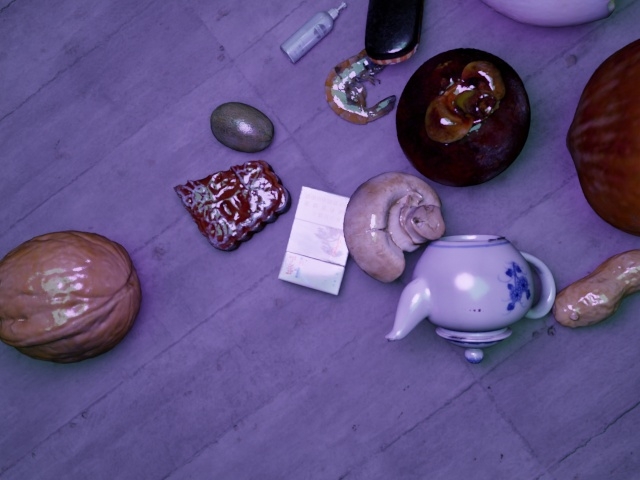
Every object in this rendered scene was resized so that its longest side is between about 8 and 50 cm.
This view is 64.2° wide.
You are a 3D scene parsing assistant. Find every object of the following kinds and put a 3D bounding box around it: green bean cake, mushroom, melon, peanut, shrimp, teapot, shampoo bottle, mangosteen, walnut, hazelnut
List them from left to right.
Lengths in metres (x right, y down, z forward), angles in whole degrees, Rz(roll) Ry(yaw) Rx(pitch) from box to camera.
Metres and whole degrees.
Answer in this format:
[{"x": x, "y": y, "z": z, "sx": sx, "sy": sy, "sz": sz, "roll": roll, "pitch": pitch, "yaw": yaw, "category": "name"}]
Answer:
[{"x": -0.580, "y": 0.130, "z": 1.161, "sx": 0.334, "sy": 0.333, "sz": 0.332, "roll": 0, "pitch": 86, "yaw": 5, "category": "walnut"}, {"x": -0.204, "y": -0.100, "z": 1.232, "sx": 0.233, "sy": 0.097, "sz": 0.198, "roll": -32, "pitch": 84, "yaw": 3, "category": "green bean cake"}, {"x": -0.194, "y": -0.275, "z": 1.234, "sx": 0.168, "sy": 0.114, "sz": 0.114, "roll": 20, "pitch": 88, "yaw": 7, "category": "melon"}, {"x": -0.012, "y": -0.523, "z": 1.262, "sx": 0.195, "sy": 0.056, "sz": 0.056, "roll": -42, "pitch": 84, "yaw": 2, "category": "shampoo bottle"}, {"x": 0.151, "y": -0.405, "z": 1.247, "sx": 0.296, "sy": 0.058, "sz": 0.169, "roll": -36, "pitch": 94, "yaw": 4, "category": "shrimp"}, {"x": 0.153, "y": -0.049, "z": 1.119, "sx": 0.189, "sy": 0.195, "sz": 0.253, "roll": 36, "pitch": 70, "yaw": -17, "category": "mushroom"}, {"x": 0.297, "y": -0.262, "z": 1.106, "sx": 0.297, "sy": 0.293, "sz": 0.296, "roll": 17, "pitch": 116, "yaw": 39, "category": "mangosteen"}, {"x": 0.327, "y": 0.130, "z": 1.100, "sx": 0.425, "sy": 0.252, "sz": 0.279, "roll": -7, "pitch": 96, "yaw": -18, "category": "teapot"}, {"x": 0.642, "y": 0.107, "z": 1.142, "sx": 0.263, "sy": 0.117, "sz": 0.101, "roll": -35, "pitch": 115, "yaw": 0, "category": "peanut"}, {"x": 0.741, "y": -0.215, "z": 1.038, "sx": 0.403, "sy": 0.402, "sz": 0.428, "roll": -2, "pitch": 91, "yaw": 5, "category": "hazelnut"}]

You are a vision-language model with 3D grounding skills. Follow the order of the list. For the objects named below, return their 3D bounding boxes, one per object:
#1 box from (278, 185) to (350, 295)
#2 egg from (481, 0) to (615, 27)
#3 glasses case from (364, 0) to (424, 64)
[{"x": -0.001, "y": 0.001, "z": 1.223, "sx": 0.150, "sy": 0.067, "sz": 0.232, "roll": 14, "pitch": 88, "yaw": 6, "category": "box"}, {"x": 0.462, "y": -0.645, "z": 1.100, "sx": 0.340, "sy": 0.355, "sz": 0.353, "roll": 7, "pitch": 87, "yaw": 25, "category": "egg"}, {"x": 0.177, "y": -0.547, "z": 1.196, "sx": 0.122, "sy": 0.082, "sz": 0.320, "roll": 1, "pitch": 66, "yaw": 20, "category": "glasses case"}]
